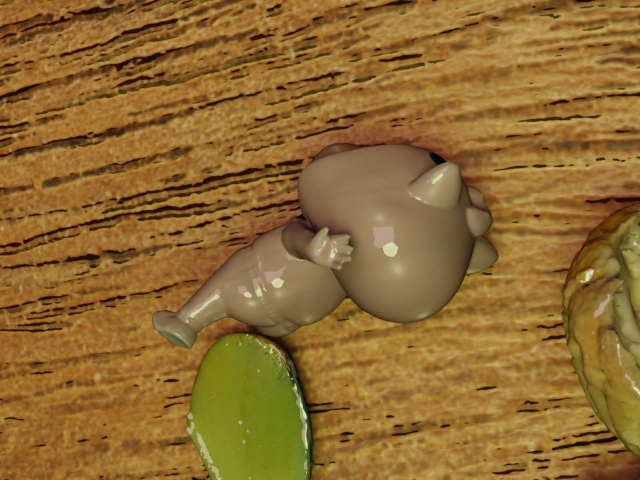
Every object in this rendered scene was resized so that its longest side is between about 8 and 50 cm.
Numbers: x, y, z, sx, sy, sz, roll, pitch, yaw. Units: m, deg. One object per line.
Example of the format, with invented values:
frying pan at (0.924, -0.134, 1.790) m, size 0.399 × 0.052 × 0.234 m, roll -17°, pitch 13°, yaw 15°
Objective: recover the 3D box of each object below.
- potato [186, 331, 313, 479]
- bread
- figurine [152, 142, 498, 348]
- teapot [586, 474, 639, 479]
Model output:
potato at (-0.057, 0.182, 0.905) m, size 0.119 × 0.054 × 0.198 m, roll -18°, pitch 83°, yaw 16°
bread at (0.302, 0.085, 0.715) m, size 0.274 × 0.274 × 0.149 m, roll 26°, pitch 131°, yaw 20°
figurine at (0.000, 0.000, 0.843) m, size 0.287 × 0.176 × 0.186 m, roll -26°, pitch 54°, yaw 19°
teapot at (0.245, 0.246, 0.742) m, size 0.239 × 0.162 × 0.149 m, roll -35°, pitch 61°, yaw -18°
